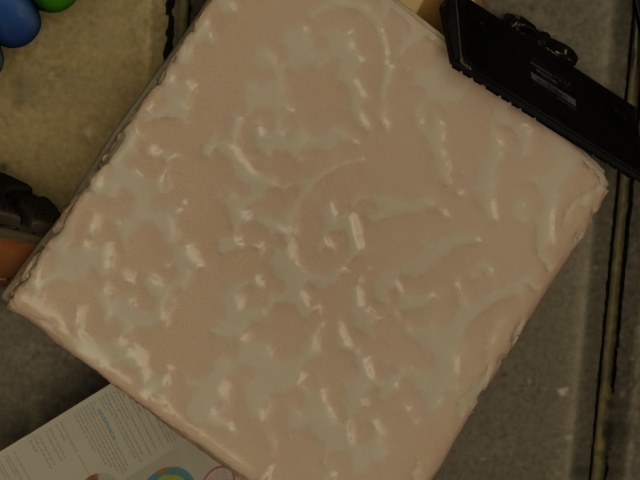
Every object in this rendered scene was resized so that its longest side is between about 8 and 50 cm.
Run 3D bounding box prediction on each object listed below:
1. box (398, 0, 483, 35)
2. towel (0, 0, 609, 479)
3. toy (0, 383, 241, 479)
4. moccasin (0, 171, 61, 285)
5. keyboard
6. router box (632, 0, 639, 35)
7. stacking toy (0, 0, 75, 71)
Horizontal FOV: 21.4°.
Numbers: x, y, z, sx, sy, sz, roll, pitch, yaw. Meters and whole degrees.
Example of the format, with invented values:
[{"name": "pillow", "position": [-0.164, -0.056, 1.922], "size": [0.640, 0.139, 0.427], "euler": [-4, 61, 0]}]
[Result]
[{"name": "box", "position": [0.035, -0.181, 1.199], "size": [0.164, 0.021, 0.201], "euler": [1, 101, -7]}, {"name": "towel", "position": [0.000, 0.000, 1.145], "size": [0.317, 0.053, 0.332], "euler": [37, 76, -14]}, {"name": "toy", "position": [-0.142, 0.154, 1.219], "size": [0.237, 0.056, 0.137], "euler": [-33, 121, -20]}, {"name": "moccasin", "position": [-0.358, 0.019, 1.139], "size": [0.380, 0.139, 0.147], "euler": [-3, 108, -8]}, {"name": "keyboard", "position": [0.156, -0.112, 1.192], "size": [0.180, 0.108, 0.023], "euler": [29, 129, -27]}, {"name": "router box", "position": [0.363, -0.129, 1.214], "size": [0.243, 0.081, 0.308], "euler": [-14, 102, -3]}, {"name": "stacking toy", "position": [-0.196, -0.206, 1.124], "size": [0.330, 0.141, 0.141], "euler": [-39, 103, -4]}]
